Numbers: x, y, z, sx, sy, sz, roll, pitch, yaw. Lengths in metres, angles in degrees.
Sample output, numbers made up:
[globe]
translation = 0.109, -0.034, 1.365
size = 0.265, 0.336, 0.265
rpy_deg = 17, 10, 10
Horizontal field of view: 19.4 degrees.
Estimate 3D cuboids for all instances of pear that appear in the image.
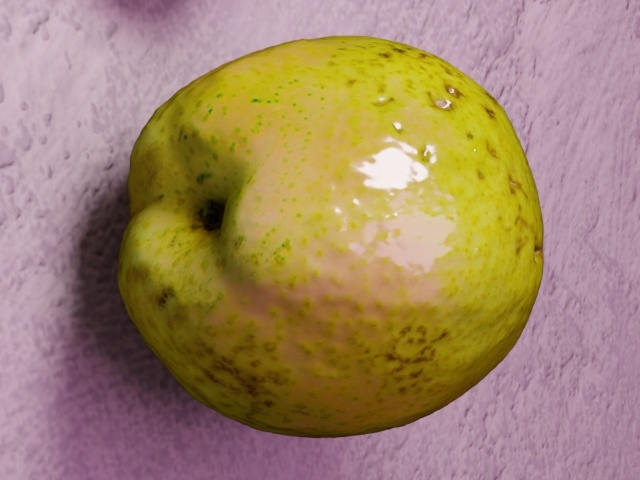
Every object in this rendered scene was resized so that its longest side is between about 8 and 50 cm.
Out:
[pear]
translation = 0.000, 0.000, 1.650
size = 0.391, 0.391, 0.391
rpy_deg = 1, 89, -50
